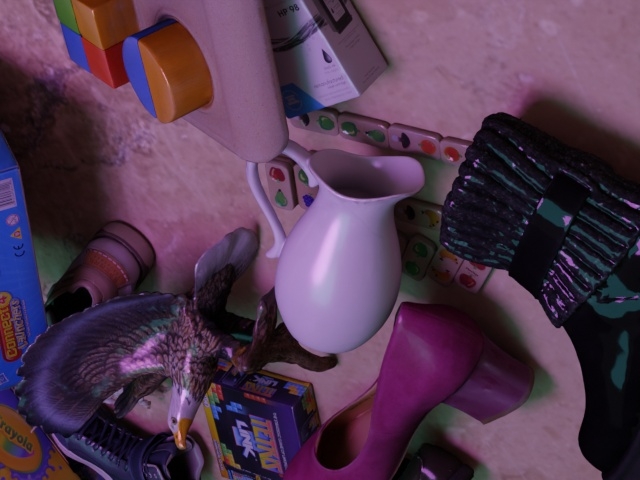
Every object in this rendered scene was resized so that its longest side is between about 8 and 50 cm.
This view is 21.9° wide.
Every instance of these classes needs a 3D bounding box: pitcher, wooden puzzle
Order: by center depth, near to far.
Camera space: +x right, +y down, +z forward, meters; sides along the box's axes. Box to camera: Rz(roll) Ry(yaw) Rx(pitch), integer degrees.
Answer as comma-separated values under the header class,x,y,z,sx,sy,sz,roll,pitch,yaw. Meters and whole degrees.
class,x,y,z,sx,sy,sz,roll,pitch,yaw
wooden puzzle,-0.188,-0.252,1.592,0.348,0.080,0.322,30,142,42
pitcher,0.000,0.000,1.656,0.178,0.125,0.207,20,126,11

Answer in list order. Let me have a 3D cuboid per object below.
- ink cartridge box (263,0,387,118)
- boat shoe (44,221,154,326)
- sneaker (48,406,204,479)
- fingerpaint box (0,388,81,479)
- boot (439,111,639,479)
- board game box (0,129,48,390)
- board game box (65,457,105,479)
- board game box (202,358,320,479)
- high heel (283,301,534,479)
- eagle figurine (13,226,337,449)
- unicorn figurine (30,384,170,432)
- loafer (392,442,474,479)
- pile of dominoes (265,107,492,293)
class,x,y,z,sx,sy,sz,roll,pitch,yaw
ink cartridge box,-0.029,-0.214,1.581,0.104,0.060,0.180,-14,116,45
boat shoe,-0.298,0.095,2.033,0.113,0.103,0.302,35,140,5
sneaker,-0.252,0.261,2.151,0.226,0.086,0.163,43,147,-11
fingerpaint box,-0.484,0.399,2.256,0.371,0.163,0.445,-8,127,34
boot,0.230,0.058,1.559,0.260,0.131,0.348,19,125,13
board game box,-0.405,-0.037,1.893,0.302,0.086,0.308,-126,25,-45
board game box,-0.304,0.391,2.335,0.194,0.060,0.194,51,139,-10
board game box,-0.068,0.234,2.021,0.141,0.048,0.170,14,133,30
high heel,0.041,0.173,1.797,0.181,0.127,0.377,33,131,-26
eagle figurine,-0.173,0.127,1.869,0.298,0.225,0.226,-3,134,31
unicorn figurine,-0.277,0.193,2.097,0.162,0.111,0.060,-31,59,31
loafer,0.095,0.291,1.932,0.078,0.080,0.220,51,135,4
pile of dominoes,0.062,-0.032,1.689,0.251,0.040,0.196,16,133,28
